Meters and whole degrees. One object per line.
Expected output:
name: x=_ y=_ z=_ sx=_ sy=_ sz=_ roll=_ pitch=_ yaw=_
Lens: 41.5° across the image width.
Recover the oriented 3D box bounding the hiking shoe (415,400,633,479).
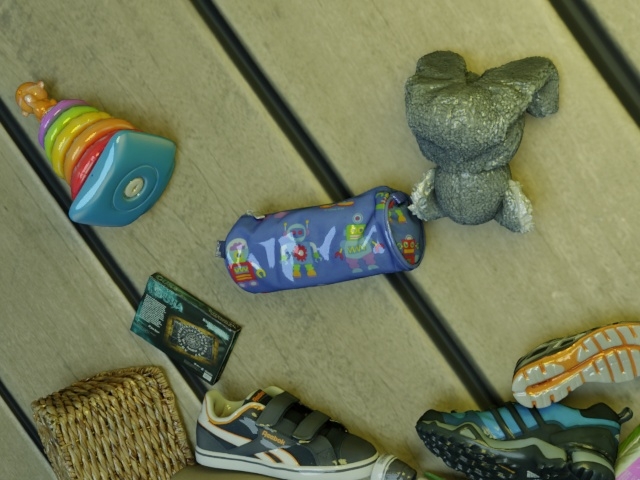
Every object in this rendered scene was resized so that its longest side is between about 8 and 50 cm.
hiking shoe: x=0.289 y=0.284 z=1.233 sx=0.304 sy=0.132 sz=0.113 roll=5 pitch=136 yaw=35

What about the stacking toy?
stacking toy: x=-0.401 y=-0.168 z=1.388 sx=0.302 sy=0.166 sz=0.175 roll=38 pitch=104 yaw=21

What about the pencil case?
pencil case: x=0.000 y=0.000 z=1.262 sx=0.306 sy=0.119 sz=0.133 roll=-9 pitch=101 yaw=27

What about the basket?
basket: x=-0.381 y=0.398 z=1.586 sx=0.213 sy=0.223 sz=0.299 roll=-1 pitch=110 yaw=60

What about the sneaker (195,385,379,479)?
sneaker: x=-0.061 y=0.315 z=1.392 sx=0.321 sy=0.126 sz=0.127 roll=2 pitch=96 yaw=17

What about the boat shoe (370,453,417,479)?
boat shoe: x=0.126 y=0.447 z=1.363 sx=0.076 sy=0.080 sz=0.228 roll=16 pitch=118 yaw=32

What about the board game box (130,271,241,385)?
board game box: x=-0.237 y=0.154 z=1.475 sx=0.186 sy=0.026 sz=0.126 roll=32 pitch=117 yaw=12

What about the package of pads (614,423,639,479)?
package of pads: x=0.476 y=0.416 z=1.190 sx=0.229 sy=0.101 sz=0.296 roll=36 pitch=119 yaw=10

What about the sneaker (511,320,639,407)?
sneaker: x=0.363 y=0.158 z=1.173 sx=0.215 sy=0.083 sz=0.084 roll=-20 pitch=103 yaw=11

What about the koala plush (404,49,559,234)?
koala plush: x=0.196 y=-0.113 z=1.108 sx=0.196 sy=0.203 sz=0.221 roll=10 pitch=122 yaw=22

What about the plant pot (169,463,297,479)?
plant pot: x=-0.140 y=0.488 z=1.439 sx=0.274 sy=0.256 sz=0.256 roll=10 pitch=112 yaw=39

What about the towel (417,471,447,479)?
towel: x=0.264 y=0.537 z=1.308 sx=0.248 sy=0.038 sz=0.324 roll=6 pitch=112 yaw=53
